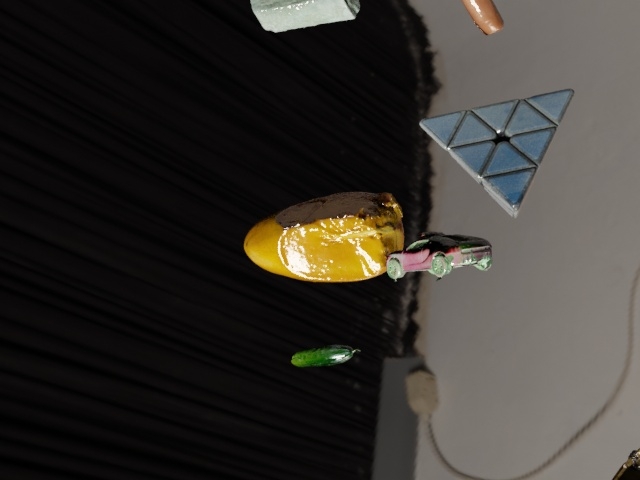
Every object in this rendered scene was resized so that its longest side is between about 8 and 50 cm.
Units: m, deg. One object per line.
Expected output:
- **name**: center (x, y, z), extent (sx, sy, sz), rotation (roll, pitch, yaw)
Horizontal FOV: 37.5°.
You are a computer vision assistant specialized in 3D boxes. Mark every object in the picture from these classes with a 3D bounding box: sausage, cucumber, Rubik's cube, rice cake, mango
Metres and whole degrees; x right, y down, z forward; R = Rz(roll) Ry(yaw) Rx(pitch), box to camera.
- **sausage**: center (0.208, -0.377, 1.350), extent (0.043, 0.186, 0.043), rotation (-30, 18, 11)
- **cucumber**: center (0.002, 0.213, 1.726), extent (0.168, 0.039, 0.039), rotation (-14, 57, 41)
- **Rubik's cube**: center (0.372, -0.163, 1.886), extent (0.228, 0.233, 0.228), rotation (-15, 83, 55)
- **rice cake**: center (-0.023, -0.423, 1.694), extent (0.207, 0.069, 0.063), rotation (-2, 58, 22)
- **mango**: center (0.000, 0.000, 1.388), extent (0.252, 0.154, 0.126), rotation (-7, 103, 26)

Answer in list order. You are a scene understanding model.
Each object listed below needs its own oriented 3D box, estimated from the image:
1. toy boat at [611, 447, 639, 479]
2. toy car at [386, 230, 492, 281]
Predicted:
- **toy boat**: center (0.490, 0.430, 1.543), extent (0.057, 0.077, 0.200), rotation (32, 88, 14)
- **toy car**: center (0.129, 0.016, 1.051), extent (0.142, 0.069, 0.055), rotation (-9, 88, 58)
